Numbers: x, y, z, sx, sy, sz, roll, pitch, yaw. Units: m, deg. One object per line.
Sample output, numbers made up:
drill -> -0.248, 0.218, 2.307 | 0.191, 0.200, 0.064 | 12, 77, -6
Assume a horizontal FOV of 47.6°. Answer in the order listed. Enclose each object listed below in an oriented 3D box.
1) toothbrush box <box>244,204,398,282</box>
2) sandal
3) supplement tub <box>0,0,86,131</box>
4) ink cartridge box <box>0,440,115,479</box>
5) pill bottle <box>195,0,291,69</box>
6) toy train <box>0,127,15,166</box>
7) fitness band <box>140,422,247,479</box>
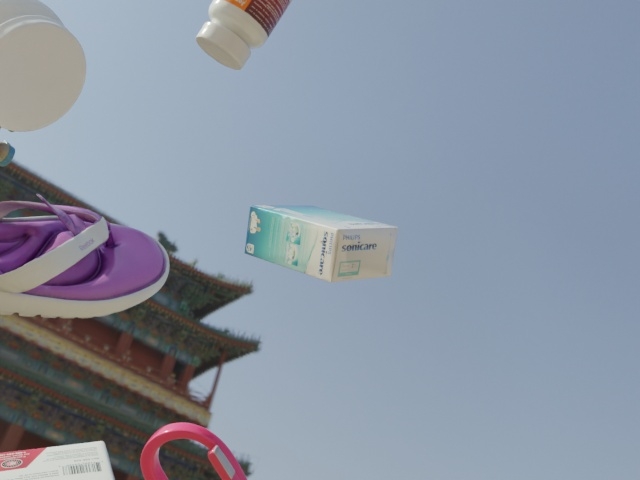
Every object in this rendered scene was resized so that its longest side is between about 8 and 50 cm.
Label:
toothbrush box -> 0.000, 0.000, 1.712 | 0.296, 0.126, 0.216 | 15, 12, 41
sandal -> -0.332, 0.003, 0.815 | 0.416, 0.169, 0.102 | 2, -50, -49
supplement tub -> -0.499, -0.298, 1.081 | 0.272, 0.191, 0.191 | 37, -31, 26
ink cartridge box -> -0.413, 0.433, 1.108 | 0.197, 0.273, 0.114 | -1, -75, -24
pill bottle -> -0.131, -0.437, 1.348 | 0.121, 0.221, 0.121 | 30, -8, 5
toy train -> -0.708, -0.295, 1.585 | 0.105, 0.247, 0.143 | 3, -22, 30
fitness band -> -0.269, 0.529, 1.584 | 0.209, 0.054, 0.290 | -21, -76, 22
